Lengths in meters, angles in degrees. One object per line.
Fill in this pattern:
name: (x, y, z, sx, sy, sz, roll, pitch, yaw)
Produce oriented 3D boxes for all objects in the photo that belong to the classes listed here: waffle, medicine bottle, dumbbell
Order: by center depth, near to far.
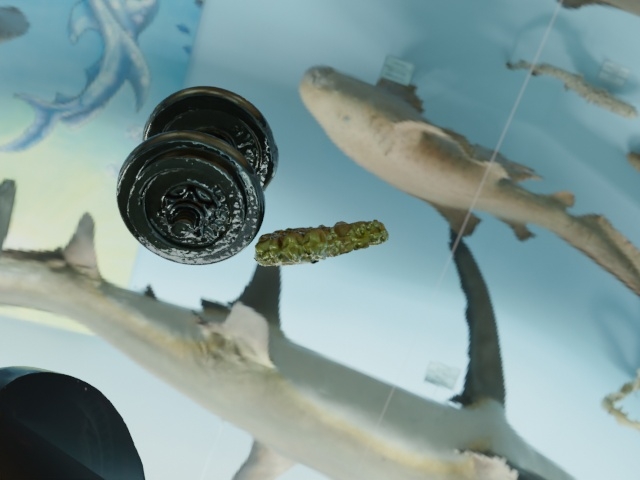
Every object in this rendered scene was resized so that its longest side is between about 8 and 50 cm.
medicine bottle: (-0.384, 0.285, 0.841, 0.242, 0.395, 0.243, 37, -140, -41)
dumbbell: (-0.156, -0.086, 1.083, 0.192, 0.192, 0.290, 17, -149, -8)
waffle: (0.000, 0.004, 1.098, 0.194, 0.051, 0.149, -8, -175, -44)
